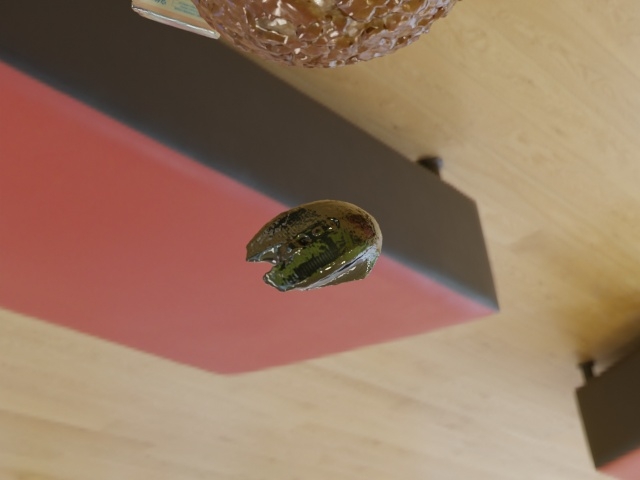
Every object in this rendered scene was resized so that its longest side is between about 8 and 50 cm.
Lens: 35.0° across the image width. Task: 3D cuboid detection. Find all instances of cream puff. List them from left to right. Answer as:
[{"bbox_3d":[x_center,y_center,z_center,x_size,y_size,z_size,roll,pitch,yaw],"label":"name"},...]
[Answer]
[{"bbox_3d":[0.033,-0.245,0.680,0.212,0.303,0.303,38,135,-13],"label":"cream puff"}]

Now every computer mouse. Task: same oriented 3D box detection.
[{"bbox_3d":[0.000,0.000,0.869,0.135,0.079,0.047,-21,150,-32],"label":"computer mouse"}]

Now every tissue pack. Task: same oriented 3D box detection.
[{"bbox_3d":[-0.139,-0.257,1.055,0.094,0.074,0.059,19,-178,-2],"label":"tissue pack"}]
